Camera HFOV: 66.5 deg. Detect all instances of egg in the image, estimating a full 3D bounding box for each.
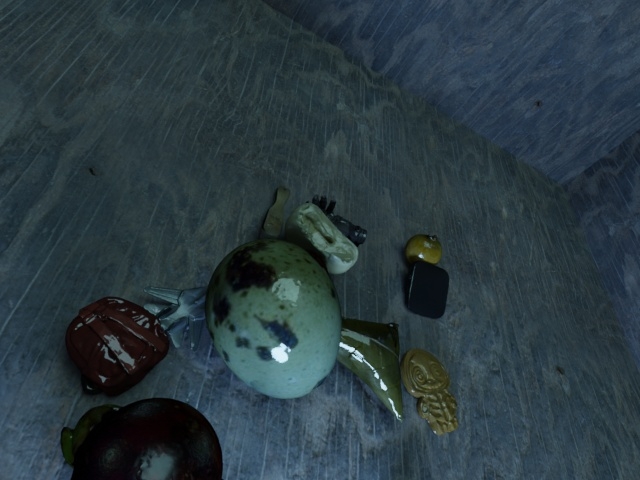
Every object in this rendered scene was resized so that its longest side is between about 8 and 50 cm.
[{"bbox_3d":[-0.112,0.204,1.271,0.345,0.345,0.428,-37,105,-48],"label":"egg"}]

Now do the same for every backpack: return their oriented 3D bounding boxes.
[{"bbox_3d":[-0.474,0.232,1.128,0.229,0.139,0.229,17,51,-22],"label":"backpack"}]

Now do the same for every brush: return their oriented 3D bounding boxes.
[{"bbox_3d":[-0.160,-0.093,1.717,0.070,0.065,0.327,25,34,-10],"label":"brush"}]

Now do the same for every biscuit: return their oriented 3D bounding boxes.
[{"bbox_3d":[0.369,0.498,1.631,0.202,0.044,0.288,7,50,-33],"label":"biscuit"}]

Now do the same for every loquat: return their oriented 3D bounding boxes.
[{"bbox_3d":[0.416,0.043,1.971,0.163,0.163,0.137,35,12,-8],"label":"loquat"}]

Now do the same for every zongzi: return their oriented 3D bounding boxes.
[{"bbox_3d":[0.124,0.385,1.469,0.274,0.145,0.300,13,55,-24],"label":"zongzi"}]

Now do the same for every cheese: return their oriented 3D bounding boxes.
[{"bbox_3d":[0.000,0.000,1.611,0.266,0.233,0.127,41,72,-4],"label":"cheese"}]

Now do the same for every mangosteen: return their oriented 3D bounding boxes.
[{"bbox_3d":[-0.363,0.450,0.928,0.360,0.306,0.306,15,45,0],"label":"mangosteen"}]

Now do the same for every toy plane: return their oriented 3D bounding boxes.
[{"bbox_3d":[-0.337,0.173,1.336,0.212,0.088,0.267,49,34,6],"label":"toy plane"}]

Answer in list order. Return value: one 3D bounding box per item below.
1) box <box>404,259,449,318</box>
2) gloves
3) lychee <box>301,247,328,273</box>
[{"bbox_3d":[0.414,0.191,1.889,0.201,0.042,0.212,22,67,-26],"label":"box"},{"bbox_3d":[0.054,-0.060,1.806,0.285,0.119,0.142,40,28,-24],"label":"gloves"},{"bbox_3d":[-0.057,0.119,1.516,0.194,0.194,0.194,21,46,-23],"label":"lychee"}]
